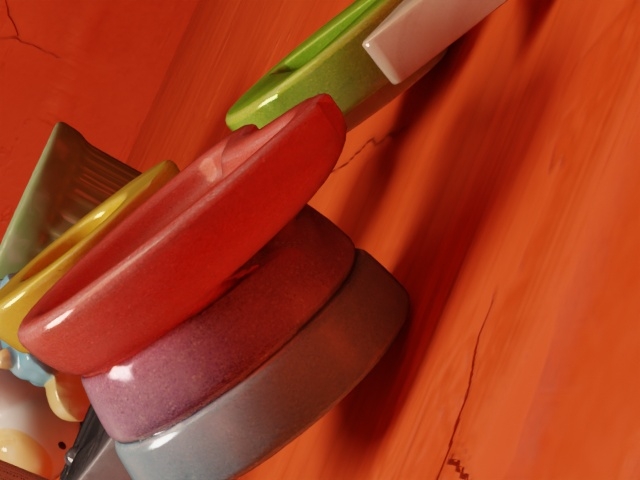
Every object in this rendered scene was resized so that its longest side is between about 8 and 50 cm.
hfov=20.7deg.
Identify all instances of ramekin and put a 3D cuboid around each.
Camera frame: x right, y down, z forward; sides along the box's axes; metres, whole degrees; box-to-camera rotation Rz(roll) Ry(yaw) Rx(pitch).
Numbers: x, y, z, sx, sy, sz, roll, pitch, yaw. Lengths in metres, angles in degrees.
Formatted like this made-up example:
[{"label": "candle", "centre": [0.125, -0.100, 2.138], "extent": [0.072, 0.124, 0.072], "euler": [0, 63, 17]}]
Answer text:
[{"label": "ramekin", "centre": [-0.234, 0.058, 1.594], "extent": [0.303, 0.148, 0.303], "euler": [-62, 10, 20]}]

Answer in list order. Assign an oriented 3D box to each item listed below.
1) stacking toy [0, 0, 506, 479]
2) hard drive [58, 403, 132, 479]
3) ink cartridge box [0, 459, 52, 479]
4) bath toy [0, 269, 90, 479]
[{"label": "stacking toy", "centre": [0.000, 0.000, 0.773], "extent": [0.279, 0.130, 0.309], "euler": [-40, 10, -8]}, {"label": "hard drive", "centre": [-0.102, 0.082, 1.109], "extent": [0.254, 0.054, 0.172], "euler": [-49, 18, 58]}, {"label": "ink cartridge box", "centre": [-0.158, 0.202, 0.894], "extent": [0.127, 0.128, 0.176], "euler": [-64, 11, 4]}, {"label": "bath toy", "centre": [-0.276, 0.157, 1.403], "extent": [0.348, 0.129, 0.151], "euler": [-36, 54, 41]}]
